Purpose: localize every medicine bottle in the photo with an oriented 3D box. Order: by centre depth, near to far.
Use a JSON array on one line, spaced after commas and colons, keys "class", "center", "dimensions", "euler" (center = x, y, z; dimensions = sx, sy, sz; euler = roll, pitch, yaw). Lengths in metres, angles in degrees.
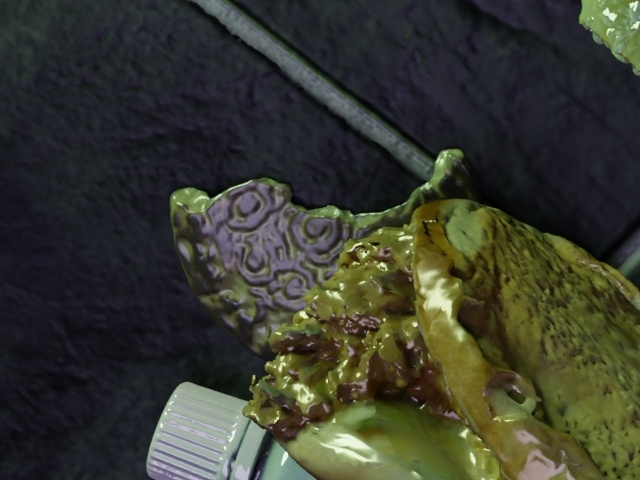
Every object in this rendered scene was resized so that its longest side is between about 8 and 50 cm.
[{"class": "medicine bottle", "center": [-0.007, 0.153, 0.748], "dimensions": [0.203, 0.083, 0.083], "euler": [21, 115, 3]}]

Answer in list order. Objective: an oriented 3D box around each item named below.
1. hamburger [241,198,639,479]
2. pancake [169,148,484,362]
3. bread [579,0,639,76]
[{"class": "hamburger", "center": [0.103, 0.093, 0.604], "dimensions": [0.286, 0.243, 0.146], "euler": [21, 114, -33]}, {"class": "pancake", "center": [0.000, 0.000, 0.720], "dimensions": [0.190, 0.020, 0.184], "euler": [27, 115, 0]}, {"class": "bread", "center": [0.267, -0.111, 0.548], "dimensions": [0.286, 0.056, 0.207], "euler": [41, 106, 19]}]
